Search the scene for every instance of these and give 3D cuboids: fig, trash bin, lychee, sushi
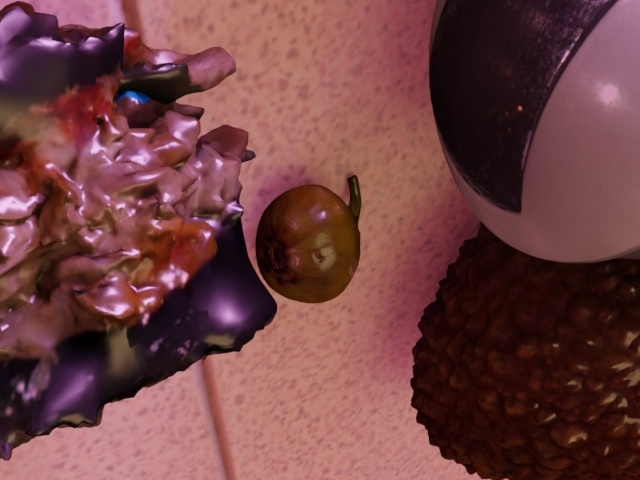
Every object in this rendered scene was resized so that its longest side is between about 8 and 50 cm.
[{"bbox_3d":[0.000,0.000,0.799,0.098,0.082,0.084,-19,98,-45],"label":"fig"},{"bbox_3d":[0.281,-0.113,0.743,0.432,0.280,0.280,6,118,-32],"label":"trash bin"},{"bbox_3d":[0.190,0.086,0.890,0.271,0.271,0.271,-20,132,-24],"label":"lychee"},{"bbox_3d":[-0.158,-0.010,0.582,0.238,0.225,0.218,-47,119,-54],"label":"sushi"}]
